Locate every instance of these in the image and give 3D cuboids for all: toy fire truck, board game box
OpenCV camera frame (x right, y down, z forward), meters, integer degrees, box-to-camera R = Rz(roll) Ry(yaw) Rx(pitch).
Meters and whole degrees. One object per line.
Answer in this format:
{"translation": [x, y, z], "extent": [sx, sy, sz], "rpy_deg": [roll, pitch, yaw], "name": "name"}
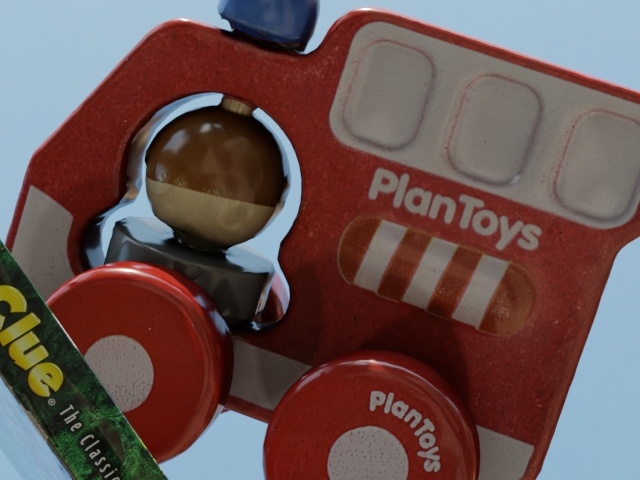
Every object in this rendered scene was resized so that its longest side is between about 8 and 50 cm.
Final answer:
{"translation": [0.000, 0.000, 0.829], "extent": [0.302, 0.169, 0.253], "rpy_deg": [20, -82, 9], "name": "toy fire truck"}
{"translation": [-0.113, 0.063, 0.639], "extent": [0.030, 0.260, 0.136], "rpy_deg": [-38, -88, -16], "name": "board game box"}
